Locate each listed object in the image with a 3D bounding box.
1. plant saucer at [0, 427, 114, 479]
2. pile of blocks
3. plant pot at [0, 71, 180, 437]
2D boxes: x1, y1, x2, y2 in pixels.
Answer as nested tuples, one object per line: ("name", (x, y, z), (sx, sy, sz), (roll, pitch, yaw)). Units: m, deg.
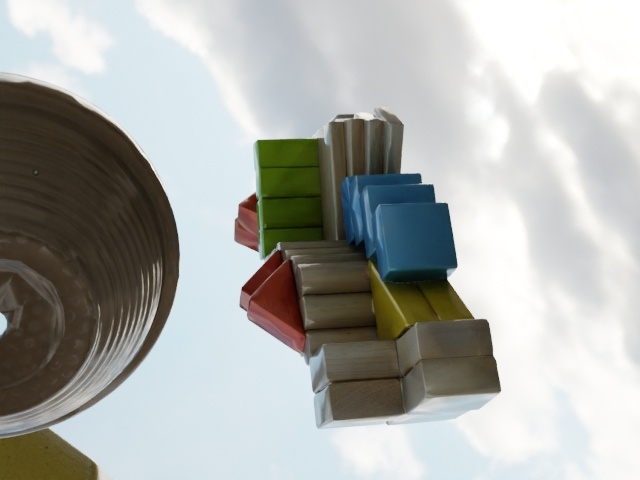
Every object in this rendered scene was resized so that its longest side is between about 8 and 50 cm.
("plant saucer", (-0.334, 0.227, 1.313), (0.333, 0.081, 0.333), (34, 164, 12))
("pile of blocks", (0.000, 0.000, 0.770), (0.362, 0.113, 0.148), (-126, 35, -66))
("plant pot", (-0.195, 0.028, 0.706), (0.237, 0.237, 0.109), (45, -174, -27))
